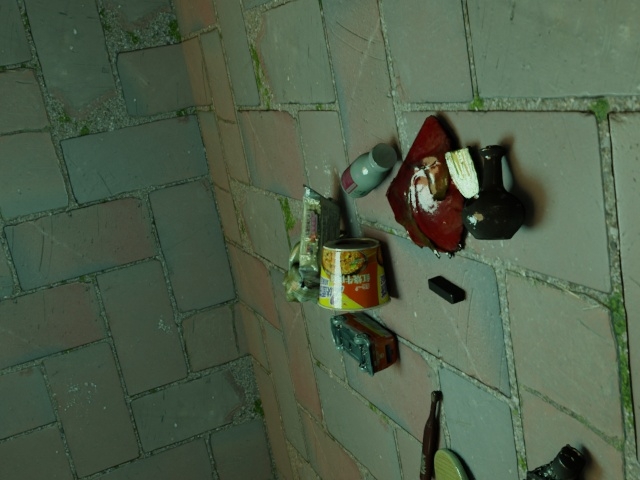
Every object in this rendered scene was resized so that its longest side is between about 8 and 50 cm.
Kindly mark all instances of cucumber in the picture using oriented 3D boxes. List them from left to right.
[{"bbox_3d":[0.306,-0.142,1.528,0.067,0.035,0.107,-13,97,47],"label":"cucumber"}]

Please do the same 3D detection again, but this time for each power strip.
[{"bbox_3d":[0.298,0.117,1.745,0.111,0.038,0.029,-142,40,-60],"label":"power strip"}]

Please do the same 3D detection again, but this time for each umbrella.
[{"bbox_3d":[0.464,0.554,1.524,0.336,0.128,0.154,109,143,-52],"label":"umbrella"}]

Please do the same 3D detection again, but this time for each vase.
[{"bbox_3d":[0.333,-0.093,1.415,0.120,0.120,0.182,171,101,-70],"label":"vase"}]

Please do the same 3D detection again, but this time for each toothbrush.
[{"bbox_3d":[0.305,0.550,2.047,0.041,0.041,0.363,-131,32,-48],"label":"toothbrush"}]

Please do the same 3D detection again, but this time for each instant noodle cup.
[{"bbox_3d":[0.089,0.089,2.051,0.213,0.213,0.174,-159,63,-65],"label":"instant noodle cup"}]

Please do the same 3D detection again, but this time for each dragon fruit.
[{"bbox_3d":[0.235,-0.093,1.677,0.282,0.100,0.343,61,158,20],"label":"dragon fruit"}]

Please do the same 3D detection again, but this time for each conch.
[{"bbox_3d":[-0.016,0.079,2.393,0.203,0.170,0.386,45,116,12],"label":"conch"}]

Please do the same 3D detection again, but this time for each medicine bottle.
[{"bbox_3d":[0.125,-0.181,1.893,0.090,0.091,0.217,71,159,8],"label":"medicine bottle"}]

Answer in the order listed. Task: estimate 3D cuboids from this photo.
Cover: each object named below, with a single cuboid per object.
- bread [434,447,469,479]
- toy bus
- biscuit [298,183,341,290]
[{"bbox_3d":[0.353,0.616,1.981,0.193,0.036,0.112,145,113,-72],"label":"bread"},{"bbox_3d":[0.126,0.298,2.206,0.265,0.120,0.121,29,132,62],"label":"toy bus"},{"bbox_3d":[-0.002,-0.001,2.167,0.079,0.186,0.309,-3,78,31],"label":"biscuit"}]
